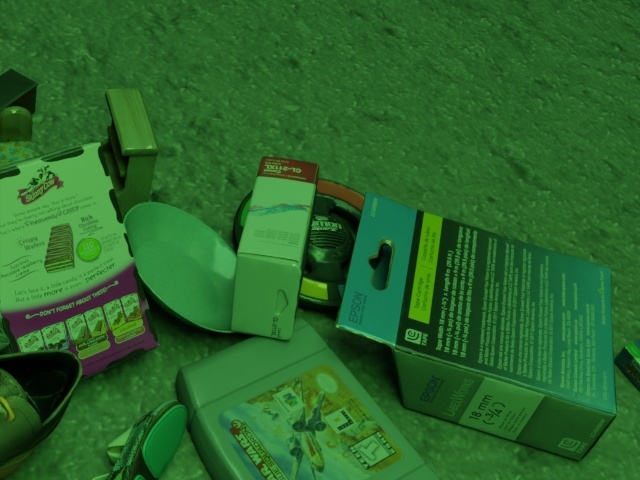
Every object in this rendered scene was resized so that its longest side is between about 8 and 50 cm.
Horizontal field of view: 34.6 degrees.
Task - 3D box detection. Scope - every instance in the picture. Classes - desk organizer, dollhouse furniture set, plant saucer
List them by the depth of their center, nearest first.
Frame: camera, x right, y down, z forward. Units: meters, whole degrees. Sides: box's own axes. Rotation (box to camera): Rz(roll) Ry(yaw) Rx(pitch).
[{"bbox_3d":[-0.160,0.040,1.207,0.195,0.037,0.195,35,27,-21],"label":"plant saucer"},{"bbox_3d":[-0.329,-0.082,1.209,0.242,0.161,0.212,-4,49,-23],"label":"dollhouse furniture set"},{"bbox_3d":[-0.426,-0.166,1.336,0.047,0.050,0.130,29,44,10],"label":"desk organizer"}]

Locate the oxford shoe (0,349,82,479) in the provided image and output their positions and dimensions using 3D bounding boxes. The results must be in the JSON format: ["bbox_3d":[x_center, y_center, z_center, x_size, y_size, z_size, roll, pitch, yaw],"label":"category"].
[{"bbox_3d":[-0.323,0.156,0.852,0.130,0.133,0.364,50,15,2],"label":"oxford shoe"}]

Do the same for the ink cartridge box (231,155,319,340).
[{"bbox_3d":[-0.051,0.007,1.182,0.072,0.127,0.175,10,41,1],"label":"ink cartridge box"}]

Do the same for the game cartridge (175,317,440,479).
[{"bbox_3d":[-0.017,0.224,1.102,0.198,0.062,0.297,-19,56,-39],"label":"game cartridge"}]

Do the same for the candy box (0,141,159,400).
[{"bbox_3d":[-0.281,0.029,1.083,0.159,0.233,0.071,-21,14,-35],"label":"candy box"}]

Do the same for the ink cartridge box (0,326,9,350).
[{"bbox_3d":[-0.481,0.068,1.025,0.239,0.060,0.275,-38,72,-2],"label":"ink cartridge box"}]

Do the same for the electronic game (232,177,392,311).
[{"bbox_3d":[0.000,0.000,1.330,0.229,0.048,0.229,10,45,-10],"label":"electronic game"}]

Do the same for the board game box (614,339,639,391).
[{"bbox_3d":[0.492,0.201,1.319,0.136,0.035,0.201,-16,55,-32],"label":"board game box"}]

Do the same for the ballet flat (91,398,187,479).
[{"bbox_3d":[-0.194,0.230,1.028,0.070,0.070,0.188,22,40,2],"label":"ballet flat"}]

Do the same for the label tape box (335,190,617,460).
[{"bbox_3d":[0.183,0.099,1.256,0.334,0.106,0.240,18,44,-2],"label":"label tape box"}]
